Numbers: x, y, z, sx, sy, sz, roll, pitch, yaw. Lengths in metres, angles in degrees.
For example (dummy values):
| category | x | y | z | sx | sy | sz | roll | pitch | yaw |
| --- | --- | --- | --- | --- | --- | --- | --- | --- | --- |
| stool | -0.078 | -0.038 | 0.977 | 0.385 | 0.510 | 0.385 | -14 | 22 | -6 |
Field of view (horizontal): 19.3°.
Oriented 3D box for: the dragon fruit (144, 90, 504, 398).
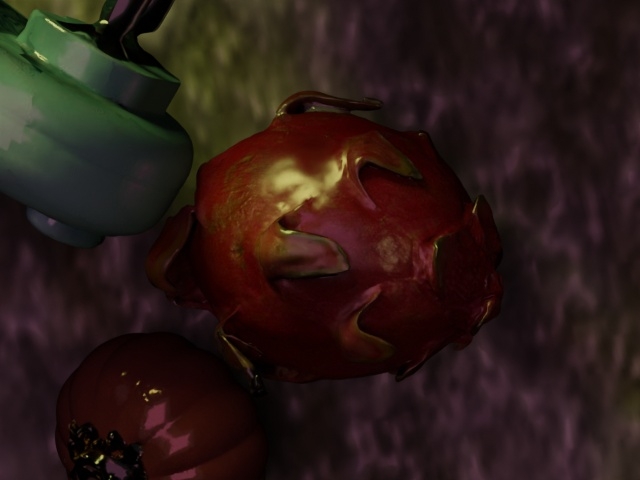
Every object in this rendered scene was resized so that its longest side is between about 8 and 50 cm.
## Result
| category | x | y | z | sx | sy | sz | roll | pitch | yaw |
| --- | --- | --- | --- | --- | --- | --- | --- | --- | --- |
| dragon fruit | 0.000 | 0.000 | 0.842 | 0.166 | 0.136 | 0.133 | 0 | 102 | 32 |

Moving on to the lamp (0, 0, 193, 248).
| category | x | y | z | sx | sy | sz | roll | pitch | yaw |
| --- | --- | --- | --- | --- | --- | --- | --- | --- | --- |
| lamp | -0.190 | -0.083 | 0.836 | 0.284 | 0.209 | 0.147 | 13 | 97 | 9 |

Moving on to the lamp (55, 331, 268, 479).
| category | x | y | z | sx | sy | sz | roll | pitch | yaw |
| --- | --- | --- | --- | --- | --- | --- | --- | --- | --- |
| lamp | -0.075 | 0.094 | 0.878 | 0.107 | 0.092 | 0.107 | 21 | 126 | 31 |
